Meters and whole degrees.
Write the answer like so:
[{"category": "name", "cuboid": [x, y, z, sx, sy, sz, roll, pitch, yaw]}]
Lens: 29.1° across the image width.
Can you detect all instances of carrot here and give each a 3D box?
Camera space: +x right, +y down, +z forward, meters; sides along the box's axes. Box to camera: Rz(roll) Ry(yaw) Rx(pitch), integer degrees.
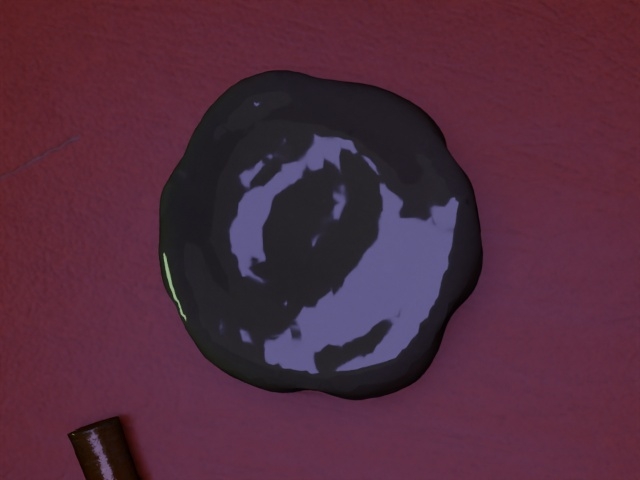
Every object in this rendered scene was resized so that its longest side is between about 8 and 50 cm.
[{"category": "carrot", "cuboid": [-0.166, 0.217, 1.032, 0.048, 0.048, 0.139, -22, 86, 2]}]

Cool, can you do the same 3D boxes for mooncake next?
[{"category": "mooncake", "cuboid": [0.000, 0.000, 0.999, 0.275, 0.135, 0.275, -1, 83, 7]}]
